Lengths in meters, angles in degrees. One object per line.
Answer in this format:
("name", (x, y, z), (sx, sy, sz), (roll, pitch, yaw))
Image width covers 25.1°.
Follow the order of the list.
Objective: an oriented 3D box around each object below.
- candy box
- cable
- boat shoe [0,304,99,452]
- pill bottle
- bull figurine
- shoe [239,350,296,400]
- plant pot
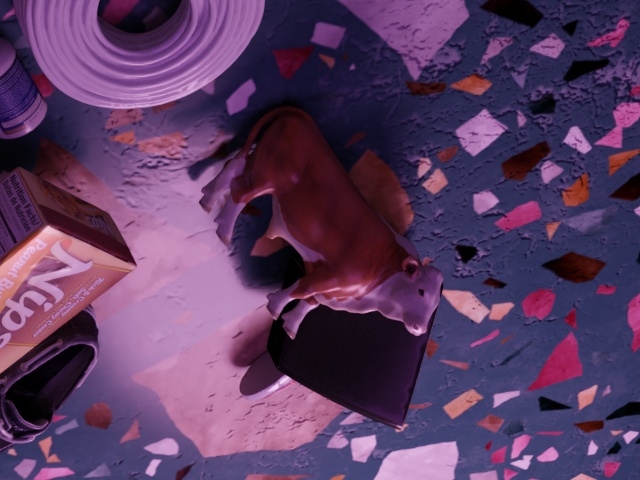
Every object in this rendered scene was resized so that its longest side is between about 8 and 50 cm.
("candy box", (-0.378, 0.069, 1.566), (0.316, 0.088, 0.183), (-38, 154, 10))
("cable", (-0.182, -0.249, 1.469), (0.257, 0.089, 0.257), (-1, 130, -23))
("boat shoe", (-0.374, 0.200, 1.773), (0.301, 0.102, 0.108), (-45, 132, 17))
("pill bottle", (-0.337, -0.168, 1.488), (0.067, 0.067, 0.120), (-25, 135, -1))
("bull figurine", (0.000, 0.000, 1.662), (0.188, 0.310, 0.101), (-34, 175, 1))
("shoe", (-0.019, 0.170, 1.930), (0.178, 0.063, 0.081), (-38, 128, 5))
("plant pot", (0.032, 0.107, 1.794), (0.166, 0.188, 0.188), (14, 97, -11))
